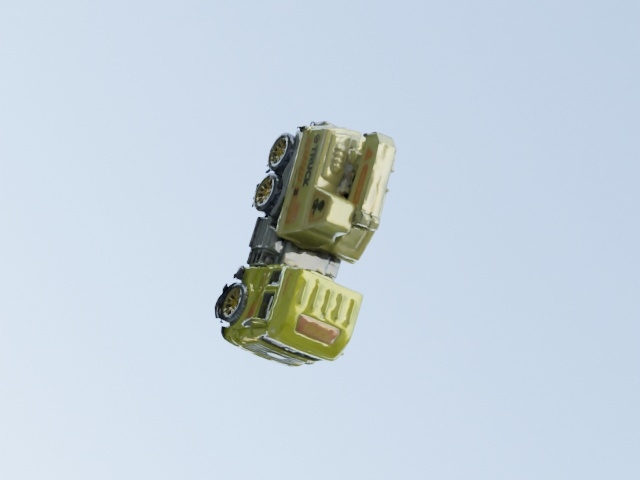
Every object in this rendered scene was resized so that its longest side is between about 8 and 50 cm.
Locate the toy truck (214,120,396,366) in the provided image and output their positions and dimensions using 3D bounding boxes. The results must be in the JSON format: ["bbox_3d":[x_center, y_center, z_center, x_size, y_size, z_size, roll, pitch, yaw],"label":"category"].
[{"bbox_3d":[0.000,0.000,1.528,0.157,0.124,0.272,-5,-116,59],"label":"toy truck"}]
